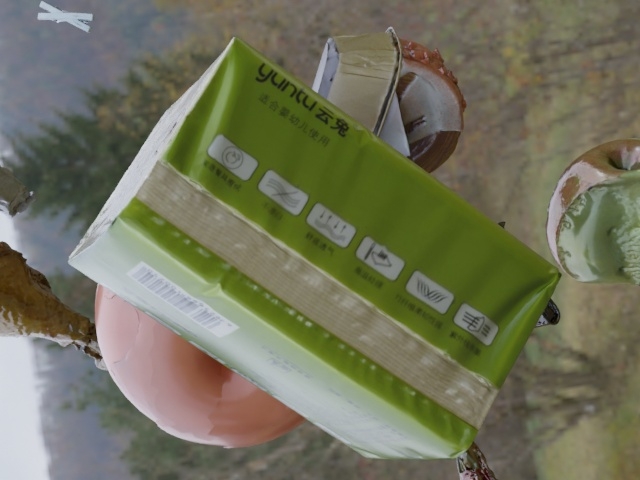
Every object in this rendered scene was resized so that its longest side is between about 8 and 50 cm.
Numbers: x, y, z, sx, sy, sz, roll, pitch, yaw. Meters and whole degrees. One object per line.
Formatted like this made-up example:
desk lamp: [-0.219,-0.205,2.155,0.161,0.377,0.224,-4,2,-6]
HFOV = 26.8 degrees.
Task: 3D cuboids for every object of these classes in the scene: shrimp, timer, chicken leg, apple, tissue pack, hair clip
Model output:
shrimp: [0.203,0.348,1.575,0.294,0.062,0.154,-108,-4,-45]
timer: [-0.080,0.060,1.168,0.215,0.229,0.229,-93,-5,-70]
chicken leg: [-0.289,0.076,1.394,0.107,0.251,0.087,-21,46,53]
apple: [0.401,-0.041,1.797,0.174,0.207,0.188,-127,31,-63]
tissue pack: [-0.010,0.017,0.944,0.167,0.274,0.200,-60,12,-16]
hair clip: [-0.396,-0.353,2.127,0.115,0.039,0.030,20,103,36]

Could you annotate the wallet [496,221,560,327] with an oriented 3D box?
wallet: [0.172,0.062,1.596,0.133,0.039,0.243,59,151,-6]

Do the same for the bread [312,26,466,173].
bread: [0.089,-0.175,1.854,0.142,0.212,0.224,-98,24,-57]

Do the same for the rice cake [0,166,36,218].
rice cake: [-0.397,-0.079,1.521,0.049,0.055,0.270,36,178,18]
